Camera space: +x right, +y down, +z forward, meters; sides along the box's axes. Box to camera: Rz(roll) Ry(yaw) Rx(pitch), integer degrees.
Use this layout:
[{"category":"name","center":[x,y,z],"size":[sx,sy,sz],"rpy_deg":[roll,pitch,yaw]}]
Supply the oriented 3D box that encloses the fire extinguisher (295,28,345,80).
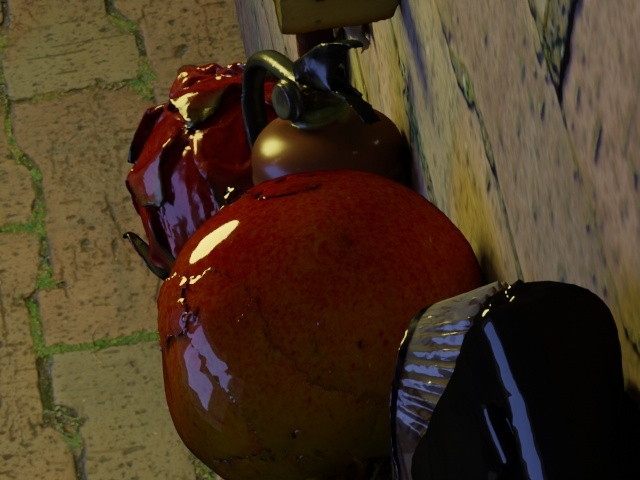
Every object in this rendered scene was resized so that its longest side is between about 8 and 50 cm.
[{"category":"fire extinguisher","center":[0.000,-0.181,1.766],"size":[0.064,0.043,0.158],"rpy_deg":[-52,-26,-31]}]

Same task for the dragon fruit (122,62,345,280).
[{"category":"dragon fruit","center":[-0.054,-0.022,1.675],"size":[0.234,0.234,0.293],"rpy_deg":[90,174,-70]}]

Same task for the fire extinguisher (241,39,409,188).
[{"category":"fire extinguisher","center":[-0.006,0.005,1.486],"size":[0.200,0.113,0.376],"rpy_deg":[17,126,40]}]

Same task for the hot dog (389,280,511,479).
[{"category":"hot dog","center":[0.081,0.138,1.034],"size":[0.131,0.069,0.252],"rpy_deg":[-55,-34,-52]}]

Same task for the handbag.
[{"category":"handbag","center":[0.105,0.174,0.805],"size":[0.244,0.088,0.275],"rpy_deg":[95,168,-68]}]

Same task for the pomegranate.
[{"category":"pomegranate","center":[0.007,0.071,1.154],"size":[0.210,0.210,0.235],"rpy_deg":[86,166,-60]}]

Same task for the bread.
[{"category":"bread","center":[-0.008,-0.244,1.360],"size":[0.049,0.088,0.226],"rpy_deg":[82,175,-55]}]

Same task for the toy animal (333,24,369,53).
[{"category":"toy animal","center":[0.024,-0.169,1.520],"size":[0.084,0.028,0.050],"rpy_deg":[93,175,-78]}]
